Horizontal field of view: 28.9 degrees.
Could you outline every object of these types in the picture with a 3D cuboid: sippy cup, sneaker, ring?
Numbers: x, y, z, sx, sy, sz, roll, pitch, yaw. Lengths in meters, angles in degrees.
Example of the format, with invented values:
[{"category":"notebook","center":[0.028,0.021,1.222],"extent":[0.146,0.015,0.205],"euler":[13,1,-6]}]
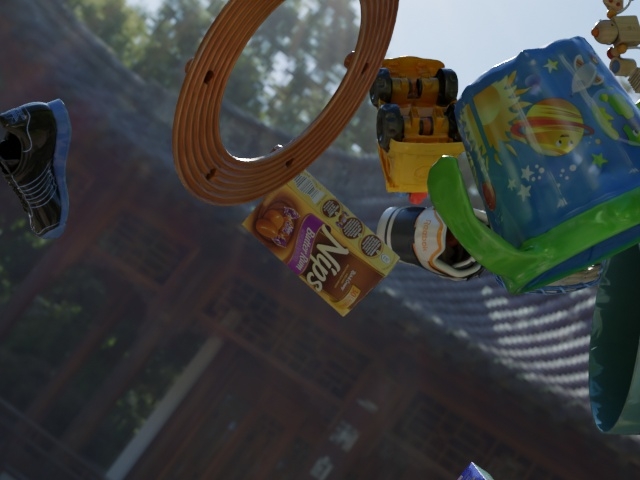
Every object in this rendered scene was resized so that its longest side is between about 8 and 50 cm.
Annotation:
[{"category":"sippy cup","center":[0.262,-0.089,1.346],"extent":[0.224,0.240,0.305],"euler":[64,21,11]},{"category":"sneaker","center":[0.233,0.007,2.014],"extent":[0.127,0.126,0.321],"euler":[6,2,39]},{"category":"sneaker","center":[-0.393,-0.090,1.674],"extent":[0.081,0.090,0.232],"euler":[52,-36,38]},{"category":"ring","center":[-0.036,-0.183,1.310],"extent":[0.032,0.336,0.336],"euler":[37,-13,25]}]

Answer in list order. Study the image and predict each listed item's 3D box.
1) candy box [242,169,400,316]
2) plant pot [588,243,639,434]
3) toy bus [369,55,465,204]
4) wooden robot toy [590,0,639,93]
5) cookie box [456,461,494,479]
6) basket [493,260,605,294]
[{"category":"candy box","center":[0.000,0.000,1.623],"extent":[0.186,0.053,0.109],"euler":[41,-47,-1]},{"category":"plant pot","center":[0.526,0.138,1.735],"extent":[0.235,0.293,0.293],"euler":[7,-16,0]},{"category":"toy bus","center":[0.157,-0.175,2.107],"extent":[0.149,0.220,0.211],"euler":[-2,-42,-10]},{"category":"wooden robot toy","center":[0.419,-0.286,1.783],"extent":[0.079,0.173,0.076],"euler":[-3,-20,-28]},{"category":"cookie box","center":[0.235,0.405,1.937],"extent":[0.040,0.092,0.107],"euler":[38,2,-10]},{"category":"basket","center":[0.443,0.005,2.405],"extent":[0.255,0.201,0.289],"euler":[-3,0,27]}]
